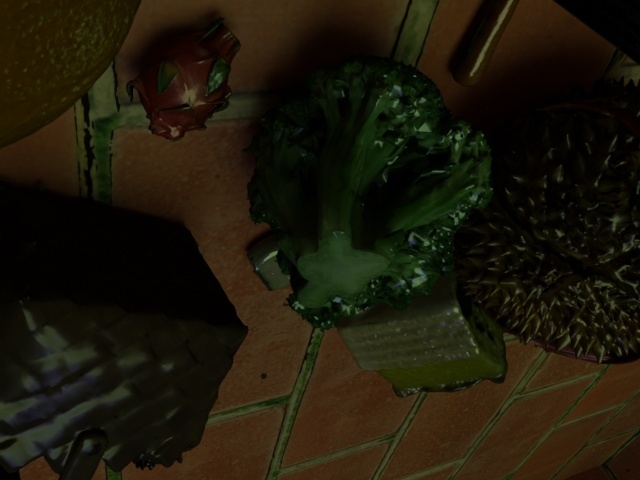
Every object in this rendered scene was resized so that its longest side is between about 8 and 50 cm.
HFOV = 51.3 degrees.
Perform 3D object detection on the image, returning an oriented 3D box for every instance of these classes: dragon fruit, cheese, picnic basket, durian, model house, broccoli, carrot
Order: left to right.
[{"bbox_3d":[-0.264,0.133,0.690,0.291,0.254,0.321,17,111,-42],"label":"picnic basket"},{"bbox_3d":[-0.116,-0.146,0.601,0.081,0.086,0.116,42,101,-12],"label":"dragon fruit"},{"bbox_3d":[0.000,0.000,0.883,0.192,0.037,0.097,-27,145,0],"label":"cheese"},{"bbox_3d":[0.040,-0.041,0.675,0.265,0.245,0.295,6,135,10],"label":"broccoli"},{"bbox_3d":[0.144,0.120,0.966,0.193,0.175,0.234,-13,155,27],"label":"model house"},{"bbox_3d":[0.195,-0.249,0.712,0.037,0.037,0.190,-1,134,-32],"label":"carrot"},{"bbox_3d":[0.327,-0.027,0.815,0.384,0.348,0.348,-15,142,-28],"label":"durian"}]

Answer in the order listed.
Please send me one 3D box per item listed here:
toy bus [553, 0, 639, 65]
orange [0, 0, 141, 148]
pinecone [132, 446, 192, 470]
[{"bbox_3d":[0.251,-0.237,0.517,0.151,0.331,0.145,-35,144,3],"label":"toy bus"},{"bbox_3d":[-0.224,-0.171,0.344,0.274,0.274,0.274,-18,142,-14],"label":"orange"},{"bbox_3d":[-0.254,0.228,0.903,0.165,0.163,0.163,9,132,-16],"label":"pinecone"}]
